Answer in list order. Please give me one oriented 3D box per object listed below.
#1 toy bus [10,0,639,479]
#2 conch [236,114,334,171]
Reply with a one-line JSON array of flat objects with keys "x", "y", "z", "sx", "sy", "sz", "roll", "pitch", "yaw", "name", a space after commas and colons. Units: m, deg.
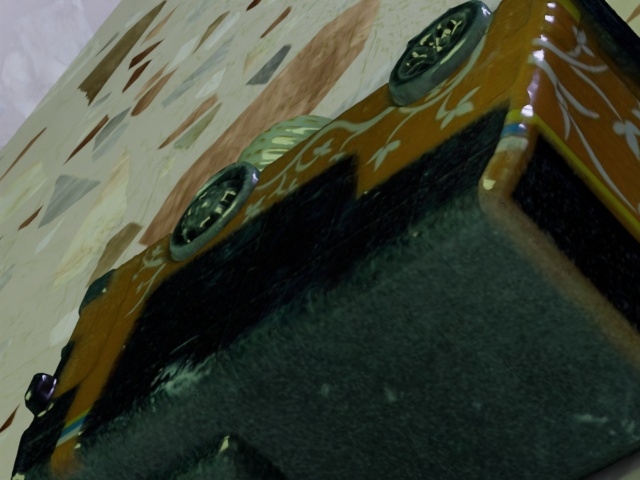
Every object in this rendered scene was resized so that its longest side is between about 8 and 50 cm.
[{"x": 0.023, "y": 0.043, "z": 0.884, "sx": 0.323, "sy": 0.162, "sz": 0.194, "roll": -33, "pitch": 24, "yaw": 32, "name": "toy bus"}, {"x": 0.005, "y": 0.000, "z": 1.127, "sx": 0.135, "sy": 0.102, "sz": 0.153, "roll": -11, "pitch": 70, "yaw": 45, "name": "conch"}]
